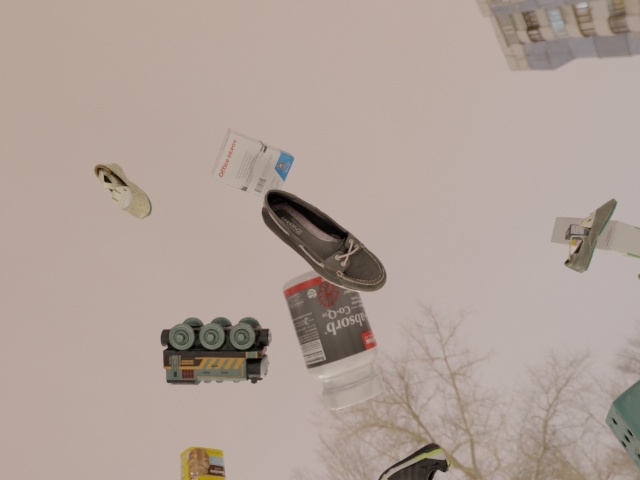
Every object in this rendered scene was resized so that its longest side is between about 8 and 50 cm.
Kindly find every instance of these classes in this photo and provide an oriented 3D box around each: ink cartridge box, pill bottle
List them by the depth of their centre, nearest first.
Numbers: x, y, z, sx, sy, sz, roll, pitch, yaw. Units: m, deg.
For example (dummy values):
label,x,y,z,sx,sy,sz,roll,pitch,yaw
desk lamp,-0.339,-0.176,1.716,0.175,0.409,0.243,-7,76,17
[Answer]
label,x,y,z,sx,sy,sz,roll,pitch,yaw
ink cartridge box,-0.189,-0.209,1.254,0.190,0.082,0.140,20,-74,-21
pill bottle,0.041,0.265,1.274,0.210,0.210,0.363,-14,-102,-25
ink cartridge box,0.853,-0.011,1.386,0.154,0.212,0.093,12,-86,-21

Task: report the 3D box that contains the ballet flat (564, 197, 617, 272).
label,x,y,z,sx,sy,sz,roll,pitch,yaw
ballet flat,0.713,-0.017,1.204,0.072,0.068,0.213,-20,-52,-62

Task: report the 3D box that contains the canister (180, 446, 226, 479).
label,x,y,z,sx,sy,sz,roll,pitch,yaw
canister,-0.299,0.629,1.158,0.126,0.170,0.073,28,-62,-37

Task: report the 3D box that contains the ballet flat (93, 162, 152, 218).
label,x,y,z,sx,sy,sz,roll,pitch,yaw
ballet flat,-0.380,-0.093,0.854,0.052,0.168,0.057,1,-58,-52

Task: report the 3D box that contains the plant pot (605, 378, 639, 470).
label,x,y,z,sx,sy,sz,roll,pitch,yaw
plant pot,0.662,0.316,0.810,0.234,0.166,0.166,-24,-44,4

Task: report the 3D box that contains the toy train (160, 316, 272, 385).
label,x,y,z,sx,sy,sz,roll,pitch,yaw
toy train,-0.310,0.331,1.345,0.333,0.142,0.190,0,-89,1

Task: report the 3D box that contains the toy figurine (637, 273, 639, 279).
label,x,y,z,sx,sy,sz,roll,pitch,yaw
toy figurine,0.763,0.062,0.906,0.130,0.173,0.159,31,-63,5

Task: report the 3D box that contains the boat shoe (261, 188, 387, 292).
label,x,y,z,sx,sy,sz,roll,pitch,yaw
boat shoe,0.000,0.000,0.998,0.112,0.335,0.095,-50,-18,-19

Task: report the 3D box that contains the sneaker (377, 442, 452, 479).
label,x,y,z,sx,sy,sz,roll,pitch,yaw
sneaker,0.268,0.677,1.298,0.234,0.097,0.084,-40,-36,14
